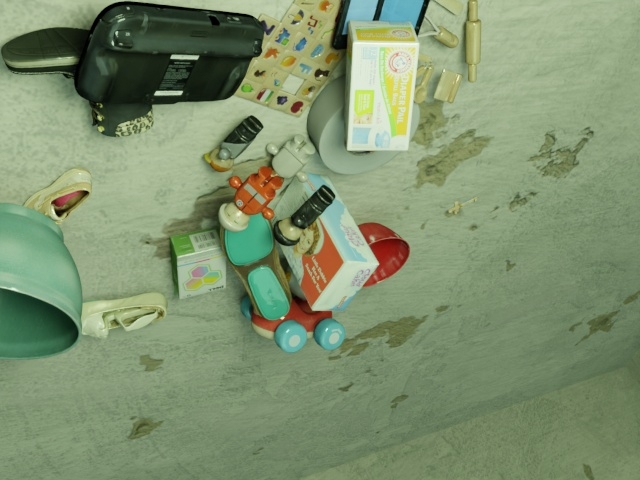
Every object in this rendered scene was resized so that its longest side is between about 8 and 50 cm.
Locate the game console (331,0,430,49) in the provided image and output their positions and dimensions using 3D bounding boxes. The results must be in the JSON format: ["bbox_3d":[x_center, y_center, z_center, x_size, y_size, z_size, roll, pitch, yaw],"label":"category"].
[{"bbox_3d":[0.102,-0.381,1.220,0.124,0.085,0.144,-16,141,-32],"label":"game console"}]

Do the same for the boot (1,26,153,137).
[{"bbox_3d":[-0.360,-0.237,1.101,0.236,0.085,0.178,-15,142,-28],"label":"boot"}]

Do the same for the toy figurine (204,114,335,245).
[{"bbox_3d":[-0.101,-0.108,1.335,0.213,0.209,0.148,12,136,-43],"label":"toy figurine"}]

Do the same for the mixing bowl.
[{"bbox_3d":[0.118,0.021,1.733,0.181,0.098,0.181,-17,144,-13],"label":"mixing bowl"}]

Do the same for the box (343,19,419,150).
[{"bbox_3d":[0.102,-0.268,1.232,0.114,0.103,0.203,-1,127,-2],"label":"box"}]

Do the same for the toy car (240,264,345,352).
[{"bbox_3d":[-0.054,0.116,1.702,0.210,0.219,0.238,2,106,-34],"label":"toy car"}]

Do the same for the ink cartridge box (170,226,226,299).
[{"bbox_3d":[-0.270,0.069,1.571,0.109,0.062,0.209,-13,143,-20],"label":"ink cartridge box"}]

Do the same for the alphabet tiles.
[{"bbox_3d":[-0.047,-0.335,1.257,0.198,0.009,0.237,12,129,-41],"label":"alphabet tiles"}]

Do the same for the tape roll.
[{"bbox_3d":[0.085,-0.236,1.413,0.219,0.072,0.219,-17,144,-13],"label":"tape roll"}]

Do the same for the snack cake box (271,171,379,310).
[{"bbox_3d":[0.000,0.000,1.485,0.089,0.264,0.152,5,134,-38],"label":"snack cake box"}]

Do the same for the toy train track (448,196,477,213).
[{"bbox_3d":[0.370,-0.090,1.831,0.083,0.014,0.048,-25,145,-4],"label":"toy train track"}]

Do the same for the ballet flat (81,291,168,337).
[{"bbox_3d":[-0.457,0.170,1.560,0.248,0.086,0.086,-12,142,-20],"label":"ballet flat"}]

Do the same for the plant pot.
[{"bbox_3d":[-0.550,0.059,1.224,0.293,0.196,0.293,-1,148,0],"label":"plant pot"}]

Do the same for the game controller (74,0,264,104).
[{"bbox_3d":[-0.222,-0.281,1.090,0.319,0.067,0.166,-14,155,-50],"label":"game controller"}]

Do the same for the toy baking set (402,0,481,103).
[{"bbox_3d":[0.228,-0.368,1.324,0.197,0.030,0.256,-22,127,-28],"label":"toy baking set"}]

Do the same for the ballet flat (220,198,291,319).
[{"bbox_3d":[-0.143,0.022,1.525,0.116,0.124,0.342,-22,130,-3],"label":"ballet flat"}]

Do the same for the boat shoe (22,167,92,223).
[{"bbox_3d":[-0.479,-0.061,1.275,0.170,0.059,0.063,-38,143,15],"label":"boat shoe"}]
